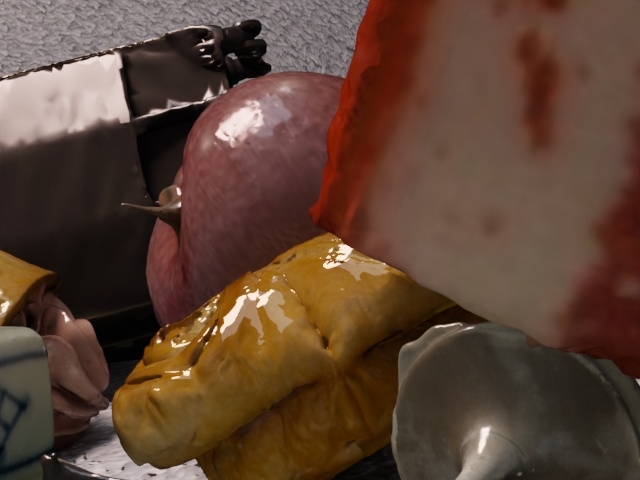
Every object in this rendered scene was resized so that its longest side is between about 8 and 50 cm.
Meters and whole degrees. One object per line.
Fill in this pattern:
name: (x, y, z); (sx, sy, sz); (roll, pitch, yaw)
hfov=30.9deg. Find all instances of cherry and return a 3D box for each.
cherry: (0.000, 0.000, 0.881); (0.307, 0.221, 0.261); (1, -38, -24)

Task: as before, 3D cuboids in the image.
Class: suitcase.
suitcase: (-0.236, -0.037, 1.131); (0.434, 0.283, 0.194); (-15, -10, -2)

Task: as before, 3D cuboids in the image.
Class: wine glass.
wine glass: (0.021, 0.108, 0.385); (0.156, 0.156, 0.232); (-11, 6, 35)

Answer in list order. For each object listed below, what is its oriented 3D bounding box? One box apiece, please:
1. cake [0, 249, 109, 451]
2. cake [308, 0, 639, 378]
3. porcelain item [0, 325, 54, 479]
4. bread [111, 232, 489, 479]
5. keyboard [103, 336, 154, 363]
cake: (-0.262, 0.106, 0.932); (0.178, 0.185, 0.207); (23, -5, 10)
cake: (0.188, -0.073, 0.434); (0.320, 0.270, 0.269); (17, 9, 10)
porcelain item: (-0.308, 0.126, 0.634); (0.281, 0.157, 0.286); (0, -3, 7)
bread: (-0.002, 0.066, 0.671); (0.236, 0.120, 0.198); (-29, -2, 0)
keyboard: (-0.202, 0.085, 1.219); (0.381, 0.041, 0.103); (-11, 44, 2)
